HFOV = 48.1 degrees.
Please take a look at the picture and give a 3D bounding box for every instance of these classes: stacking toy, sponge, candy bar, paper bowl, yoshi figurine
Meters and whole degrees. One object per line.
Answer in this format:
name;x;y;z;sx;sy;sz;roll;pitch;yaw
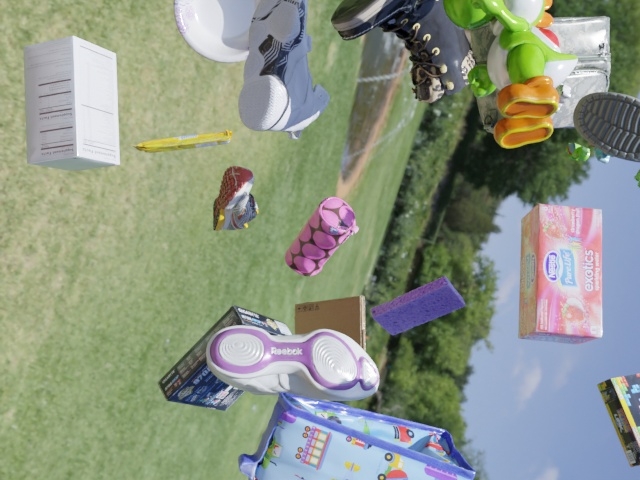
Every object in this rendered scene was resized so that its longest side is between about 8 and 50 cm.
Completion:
stacking toy;0.508;-0.188;1.287;0.221;0.167;0.052;-87;-158;-48
sponge;0.242;0.165;1.773;0.117;0.210;0.031;43;28;-44
candy bar;-0.217;-0.155;1.137;0.040;0.161;0.018;99;-17;-84
paper bowl;-0.255;-0.639;1.984;0.148;0.284;0.284;-93;-161;-74
yoshi figurine;0.313;-0.359;1.295;0.203;0.203;0.362;-27;-123;44

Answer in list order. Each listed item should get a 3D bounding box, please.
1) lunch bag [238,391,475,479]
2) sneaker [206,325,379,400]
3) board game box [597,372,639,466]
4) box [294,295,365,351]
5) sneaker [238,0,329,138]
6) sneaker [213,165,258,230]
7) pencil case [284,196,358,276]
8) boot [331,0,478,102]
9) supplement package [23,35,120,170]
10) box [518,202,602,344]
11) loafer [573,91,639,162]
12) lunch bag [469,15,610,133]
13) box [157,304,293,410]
lunch bag;0.025;0.350;0.983;0.138;0.293;0.221;-125;-126;-78
sneaker;-0.050;0.218;1.254;0.152;0.305;0.114;119;-18;-62
board game box;0.655;0.355;1.442;0.048;0.141;0.170;124;-45;-56
box;0.020;0.225;1.739;0.021;0.201;0.164;19;66;-52
sneaker;-0.073;-0.425;1.737;0.210;0.137;0.366;14;89;-58
sneaker;-0.180;-0.094;1.600;0.225;0.093;0.088;126;-37;-59
pencil case;0.000;0.000;1.572;0.209;0.098;0.095;-51;-173;51
boot;0.196;-0.424;1.506;0.377;0.138;0.284;-45;124;-36
supplement package;-0.514;-0.276;1.485;0.139;0.134;0.244;7;80;-67
box;0.551;0.079;1.656;0.142;0.154;0.300;91;5;-75
loafer;0.516;-0.158;1.114;0.094;0.251;0.087;-68;165;13
lunch bag;0.516;-0.382;1.673;0.212;0.305;0.256;-151;-125;-67
box;-0.178;0.234;1.387;0.220;0.051;0.175;-46;144;11
